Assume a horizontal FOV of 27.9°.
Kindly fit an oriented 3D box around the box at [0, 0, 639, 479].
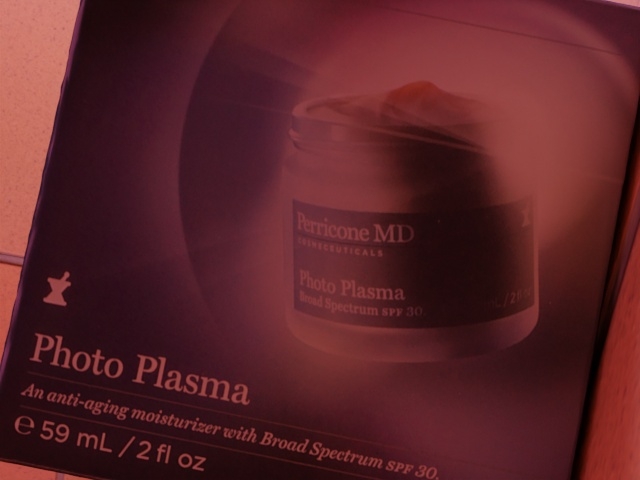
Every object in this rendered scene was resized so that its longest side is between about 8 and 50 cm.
[{"bbox_3d":[0.000,0.000,0.721,0.183,0.296,0.293,94,-174,-85],"label":"box"}]
